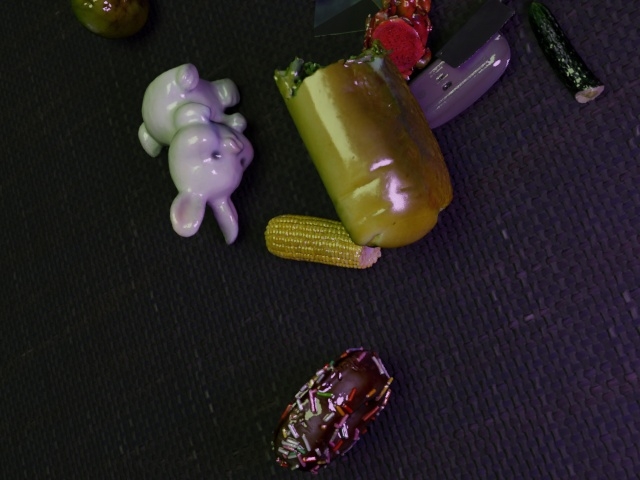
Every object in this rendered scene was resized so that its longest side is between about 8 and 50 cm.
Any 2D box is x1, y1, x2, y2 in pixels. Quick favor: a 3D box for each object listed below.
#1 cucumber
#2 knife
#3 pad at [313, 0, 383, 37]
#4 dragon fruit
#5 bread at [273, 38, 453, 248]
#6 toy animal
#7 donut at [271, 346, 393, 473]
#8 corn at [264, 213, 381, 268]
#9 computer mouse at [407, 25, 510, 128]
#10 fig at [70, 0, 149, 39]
[{"bbox_3d":[0.420,-0.335,1.663,0.058,0.052,0.214,-41,63,31],"label":"cucumber"},{"bbox_3d":[0.314,-0.410,1.720,0.245,0.019,0.072,-48,52,1],"label":"knife"},{"bbox_3d":[0.090,-0.507,1.932,0.243,0.004,0.163,0,84,34],"label":"pad"},{"bbox_3d":[0.156,-0.408,1.805,0.150,0.133,0.207,162,127,-75],"label":"dragon fruit"},{"bbox_3d":[0.095,-0.170,1.706,0.208,0.251,0.376,-24,88,27],"label":"bread"},{"bbox_3d":[-0.266,-0.174,2.015,0.241,0.196,0.367,-36,64,32],"label":"toy animal"},{"bbox_3d":[0.025,0.313,1.722,0.103,0.270,0.269,40,106,19],"label":"donut"},{"bbox_3d":[0.000,0.000,1.873,0.244,0.093,0.093,7,88,33],"label":"corn"},{"bbox_3d":[0.252,-0.303,1.765,0.232,0.057,0.120,-41,57,20],"label":"computer mouse"},{"bbox_3d":[-0.503,-0.558,2.225,0.191,0.181,0.181,-6,80,54],"label":"fig"}]
